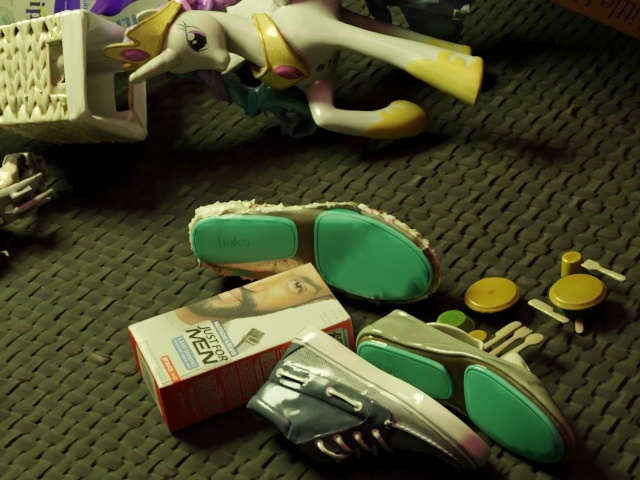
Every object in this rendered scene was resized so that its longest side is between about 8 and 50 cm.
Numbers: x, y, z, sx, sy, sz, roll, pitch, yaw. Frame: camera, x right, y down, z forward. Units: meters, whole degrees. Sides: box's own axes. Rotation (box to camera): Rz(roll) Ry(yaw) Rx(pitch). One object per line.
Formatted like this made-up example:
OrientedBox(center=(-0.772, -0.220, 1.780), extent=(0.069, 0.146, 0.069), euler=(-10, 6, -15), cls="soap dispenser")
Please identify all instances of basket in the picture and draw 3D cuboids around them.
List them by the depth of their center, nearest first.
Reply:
OrientedBox(center=(-0.250, -0.158, 1.576), extent=(0.103, 0.113, 0.167), euler=(-4, -5, 14), cls="basket")

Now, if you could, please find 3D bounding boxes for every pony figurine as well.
OrientedBox(center=(-0.017, -0.249, 1.613), extent=(0.363, 0.303, 0.351), euler=(9, 46, 0), cls="pony figurine")

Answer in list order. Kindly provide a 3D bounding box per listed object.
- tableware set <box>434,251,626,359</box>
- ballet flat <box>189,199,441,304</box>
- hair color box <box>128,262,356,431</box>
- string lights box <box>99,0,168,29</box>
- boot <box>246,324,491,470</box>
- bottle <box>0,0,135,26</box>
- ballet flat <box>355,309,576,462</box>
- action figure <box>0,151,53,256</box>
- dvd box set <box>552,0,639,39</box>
OrientedBox(center=(0.173, 0.056, 1.327), extent=(0.154, 0.024, 0.104), euler=(-32, 38, -26), cls="tableware set")
OrientedBox(center=(0.000, 0.000, 1.395), extent=(0.241, 0.091, 0.077), euler=(11, 16, 19), cls="ballet flat")
OrientedBox(center=(-0.065, 0.086, 1.311), extent=(0.167, 0.053, 0.093), euler=(-19, 36, -15), cls="hair color box")
OrientedBox(center=(-0.284, -0.308, 1.831), extent=(0.133, 0.076, 0.259), euler=(-23, 36, -16), cls="string lights box")
OrientedBox(center=(0.035, 0.145, 1.212), extent=(0.190, 0.069, 0.086), euler=(29, 75, 33), cls="boot")
OrientedBox(center=(-0.285, -0.267, 1.624), extent=(0.283, 0.118, 0.092), euler=(-13, 27, -32), cls="bottle")
OrientedBox(center=(0.122, 0.104, 1.231), extent=(0.213, 0.072, 0.068), euler=(22, 42, 37), cls="ballet flat")
OrientedBox(center=(-0.368, -0.068, 1.554), extent=(0.185, 0.099, 0.285), euler=(-17, 51, -22), cls="action figure")
OrientedBox(center=(0.214, -0.336, 1.624), extent=(0.420, 0.062, 0.307), euler=(19, 30, -21), cls="dvd box set")
